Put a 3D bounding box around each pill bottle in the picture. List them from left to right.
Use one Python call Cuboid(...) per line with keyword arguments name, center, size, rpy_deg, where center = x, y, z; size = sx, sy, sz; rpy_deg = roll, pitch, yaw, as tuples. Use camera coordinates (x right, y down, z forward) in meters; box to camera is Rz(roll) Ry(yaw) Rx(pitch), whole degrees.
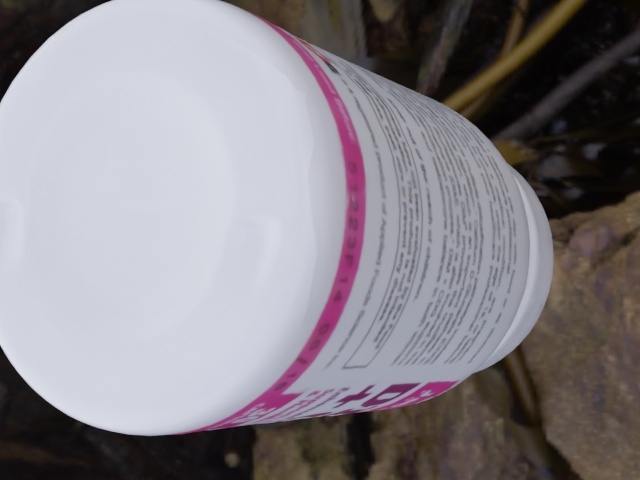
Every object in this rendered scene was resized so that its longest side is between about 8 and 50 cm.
Cuboid(name="pill bottle", center=(0.000, 0.000, 0.507), size=(0.160, 0.283, 0.160), rpy_deg=(-3, 84, 30))
